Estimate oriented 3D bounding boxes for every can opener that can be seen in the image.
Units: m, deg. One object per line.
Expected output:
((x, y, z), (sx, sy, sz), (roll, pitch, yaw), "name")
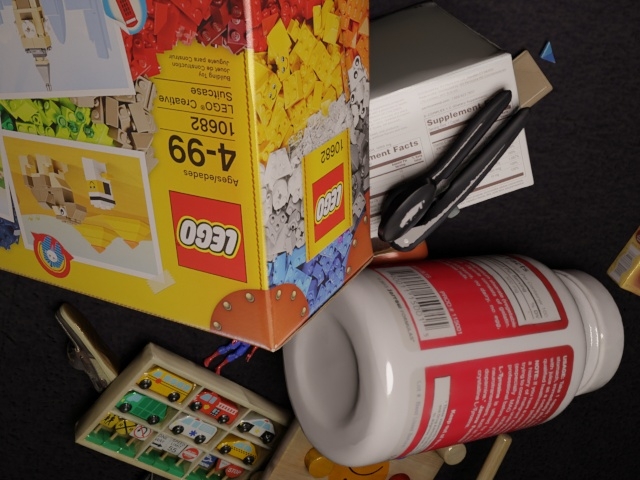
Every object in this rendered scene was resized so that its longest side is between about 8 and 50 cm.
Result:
((0.127, -0.061, 0.802), (0.186, 0.073, 0.059), (-44, 108, 3), "can opener")

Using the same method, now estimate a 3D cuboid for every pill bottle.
((0.177, 0.135, 1.069), (0.408, 0.229, 0.229), (-3, 118, -32), "pill bottle")

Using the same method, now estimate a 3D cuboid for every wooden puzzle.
((0.250, -0.196, 1.081), (0.116, 0.014, 0.078), (-32, 122, 6), "wooden puzzle")

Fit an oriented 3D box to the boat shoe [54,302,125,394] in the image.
((-0.309, 0.149, 1.121), (0.049, 0.056, 0.152), (-30, 118, -1), "boat shoe")

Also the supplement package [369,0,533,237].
((0.080, -0.141, 0.934), (0.204, 0.262, 0.145), (-19, 118, -1), "supplement package")

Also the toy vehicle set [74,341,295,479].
((-0.181, 0.259, 1.186), (0.267, 0.035, 0.166), (33, 106, -34), "toy vehicle set")

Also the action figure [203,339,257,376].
((-0.107, 0.143, 1.173), (0.115, 0.030, 0.038), (-40, 111, 8), "action figure")

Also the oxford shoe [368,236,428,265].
((0.000, 0.000, 1.098), (0.272, 0.097, 0.098), (-12, 100, -12), "oxford shoe")

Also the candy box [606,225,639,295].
((0.507, 0.001, 1.205), (0.109, 0.053, 0.186), (23, 108, -19), "candy box")

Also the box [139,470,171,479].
((-0.224, 0.440, 1.282), (0.184, 0.045, 0.190), (31, 112, -25), "box")

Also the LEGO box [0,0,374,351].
((-0.213, -0.159, 0.765), (0.500, 0.193, 0.372), (12, 120, 27), "LEGO box")

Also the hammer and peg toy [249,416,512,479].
((0.096, 0.335, 1.230), (0.361, 0.127, 0.265), (25, 98, -28), "hammer and peg toy")
